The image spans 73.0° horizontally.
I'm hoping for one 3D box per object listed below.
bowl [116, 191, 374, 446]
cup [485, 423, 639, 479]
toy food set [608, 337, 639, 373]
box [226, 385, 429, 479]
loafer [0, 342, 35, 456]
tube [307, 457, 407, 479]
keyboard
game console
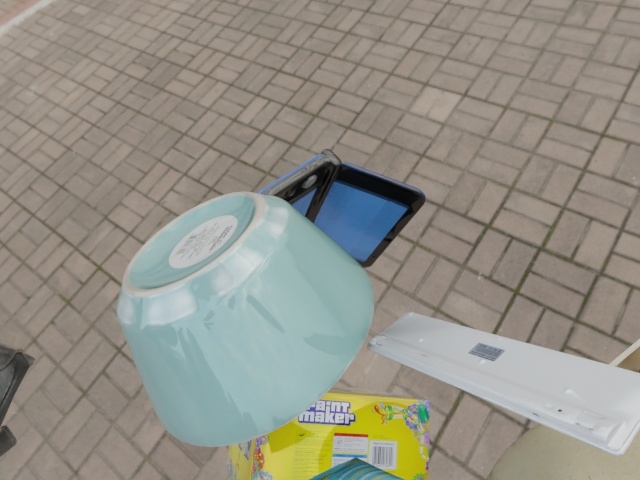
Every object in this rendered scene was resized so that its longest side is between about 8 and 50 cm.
[{"bbox_3d":[-0.110,0.057,0.518,0.312,0.163,0.311,-21,31,14],"label":"bowl"},{"bbox_3d":[0.337,0.352,0.384,0.331,0.237,0.330,0,90,3],"label":"cup"},{"bbox_3d":[0.547,0.312,0.649,0.220,0.092,0.306,-42,72,2],"label":"toy food set"},{"bbox_3d":[-0.002,0.358,0.786,0.290,0.279,0.176,10,73,-16],"label":"box"},{"bbox_3d":[-0.275,0.161,0.343,0.062,0.061,0.170,-24,55,30],"label":"loafer"},{"bbox_3d":[0.042,0.265,0.460,0.080,0.207,0.052,-9,75,-21],"label":"tube"},{"bbox_3d":[0.142,0.106,0.384,0.072,0.014,0.256,-26,15,-27],"label":"keyboard"},{"bbox_3d":[0.000,0.000,0.768,0.173,0.293,0.250,45,59,11],"label":"game console"}]
